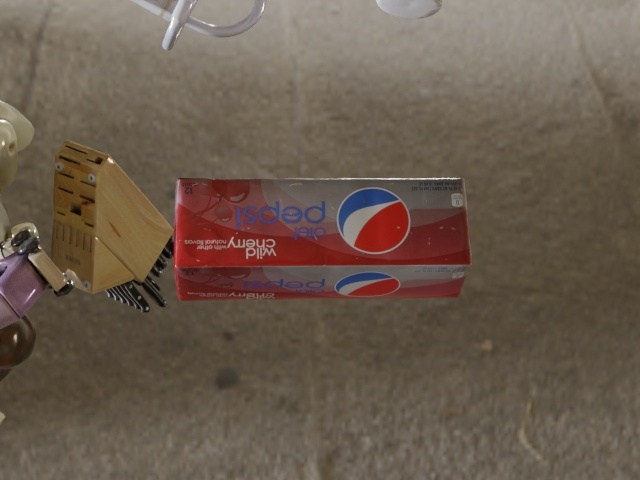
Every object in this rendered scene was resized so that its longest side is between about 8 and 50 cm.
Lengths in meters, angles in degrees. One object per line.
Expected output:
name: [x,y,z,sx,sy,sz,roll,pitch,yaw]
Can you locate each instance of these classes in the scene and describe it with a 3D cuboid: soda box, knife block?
soda box: [0.000,0.000,1.287,0.263,0.083,0.092,0,66,-3]
knife block: [-0.276,-0.024,2.065,0.088,0.275,0.242,20,25,30]

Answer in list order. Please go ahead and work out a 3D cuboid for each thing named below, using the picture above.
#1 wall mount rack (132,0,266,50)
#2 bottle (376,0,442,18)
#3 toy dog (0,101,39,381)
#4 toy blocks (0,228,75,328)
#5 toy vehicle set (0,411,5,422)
wall mount rack: [-0.190,-0.394,1.591,0.350,0.130,0.304,27,77,-7]
bottle: [0.103,-0.366,1.450,0.092,0.118,0.283,-5,67,30]
toy dog: [-0.505,0.013,1.927,0.285,0.395,0.408,-8,76,-13]
toy blocks: [-0.455,-0.018,1.352,0.260,0.309,0.288,-40,25,-12]
toy vehicle set: [-0.428,0.221,1.279,0.166,0.267,0.035,34,2,-3]
